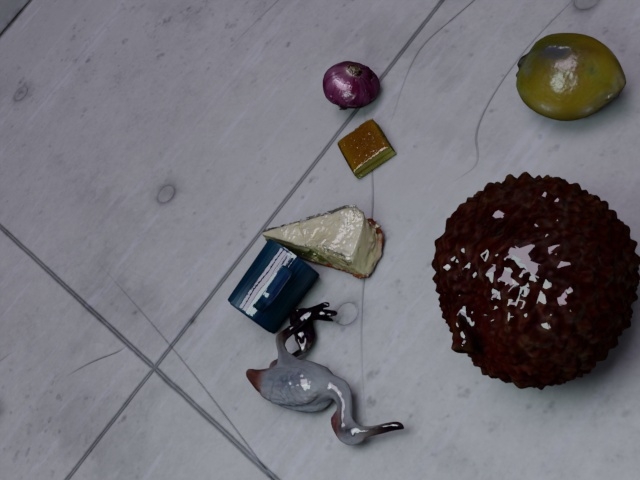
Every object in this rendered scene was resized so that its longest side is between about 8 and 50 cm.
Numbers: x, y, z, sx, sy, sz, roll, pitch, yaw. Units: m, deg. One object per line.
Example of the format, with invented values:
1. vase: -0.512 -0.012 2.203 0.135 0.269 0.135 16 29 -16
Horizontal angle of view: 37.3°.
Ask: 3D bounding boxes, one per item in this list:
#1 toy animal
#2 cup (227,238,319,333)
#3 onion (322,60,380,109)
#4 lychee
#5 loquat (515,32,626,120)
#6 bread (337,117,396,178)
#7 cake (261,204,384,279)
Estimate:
1. toy animal: -0.015 0.240 1.588 0.195 0.090 0.324 -37 46 7
2. cup: -0.093 0.080 1.704 0.113 0.150 0.138 33 84 26
3. onion: 0.060 -0.304 1.896 0.115 0.104 0.115 9 40 -8
4. lychee: 0.309 0.060 1.377 0.330 0.306 0.306 -30 44 -21
5. loquat: 0.425 -0.277 1.612 0.195 0.152 0.152 20 73 31
6. bread: 0.087 -0.177 1.829 0.090 0.035 0.094 -34 49 10
7. cake: 0.011 -0.016 1.739 0.220 0.086 0.116 17 72 38
